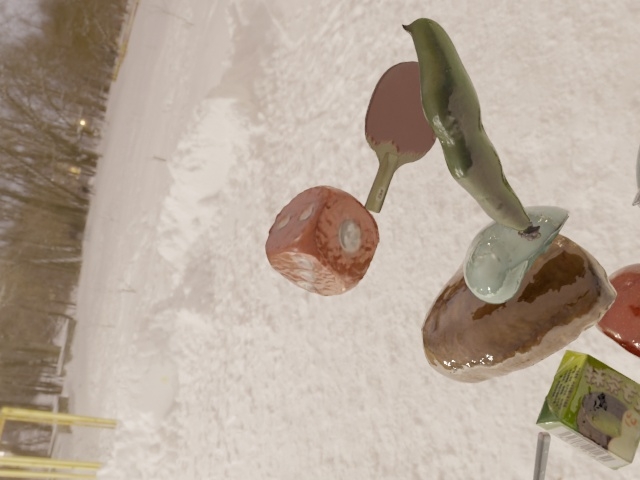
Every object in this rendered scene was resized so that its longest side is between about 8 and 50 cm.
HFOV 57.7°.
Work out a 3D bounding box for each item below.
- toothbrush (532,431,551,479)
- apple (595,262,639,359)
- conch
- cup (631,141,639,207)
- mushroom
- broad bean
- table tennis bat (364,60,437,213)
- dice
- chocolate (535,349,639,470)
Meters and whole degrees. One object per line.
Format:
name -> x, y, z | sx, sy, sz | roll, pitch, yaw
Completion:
toothbrush -> 0.446, 0.558, 1.213 | 0.030, 0.025, 0.342 | -133, 45, -74
apple -> 1.047, 0.236, 1.837 | 0.277, 0.348, 0.348 | -53, 29, 14
conch -> 0.339, 0.012, 1.011 | 0.221, 0.121, 0.185 | -42, 6, -21
cup -> 0.529, -0.111, 0.816 | 0.167, 0.300, 0.173 | 28, 100, 49
mushroom -> 0.394, 0.143, 1.213 | 0.314, 0.224, 0.397 | -41, 0, -17
broad bean -> 0.158, -0.097, 0.614 | 0.060, 0.297, 0.043 | -31, 28, 8
table tennis bat -> 0.119, -0.154, 0.890 | 0.022, 0.131, 0.234 | 42, 116, 63
dice -> 0.000, 0.000, 1.209 | 0.179, 0.174, 0.175 | -7, 49, 49
chocolate -> 0.907, 0.547, 1.898 | 0.288, 0.301, 0.137 | -59, -2, -19
